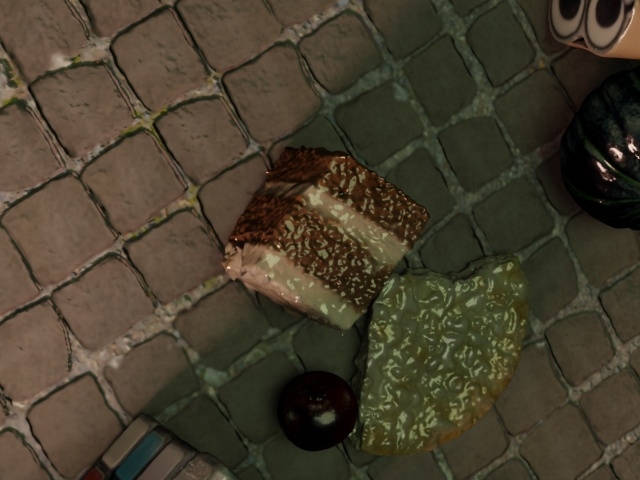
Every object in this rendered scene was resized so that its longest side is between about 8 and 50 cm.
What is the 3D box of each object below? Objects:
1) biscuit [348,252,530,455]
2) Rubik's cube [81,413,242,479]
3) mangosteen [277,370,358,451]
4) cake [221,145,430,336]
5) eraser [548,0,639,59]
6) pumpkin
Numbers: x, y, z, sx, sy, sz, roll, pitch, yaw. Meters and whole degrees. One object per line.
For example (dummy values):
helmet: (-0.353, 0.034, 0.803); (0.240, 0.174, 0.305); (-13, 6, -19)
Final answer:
biscuit: (0.116, 0.109, 1.217); (0.265, 0.040, 0.188); (-43, 106, -16)
Rubik's cube: (-0.121, 0.339, 1.018); (0.259, 0.253, 0.256); (46, 77, -15)
mangosteen: (-0.003, 0.169, 1.153); (0.080, 0.081, 0.081); (-1, 92, -21)
cake: (0.000, 0.000, 1.116); (0.134, 0.135, 0.147); (31, 80, -22)
eraser: (0.403, -0.233, 1.255); (0.290, 0.171, 0.087); (1, 110, -21)
pumpkin: (0.345, -0.095, 1.230); (0.194, 0.194, 0.150); (21, 65, -21)
